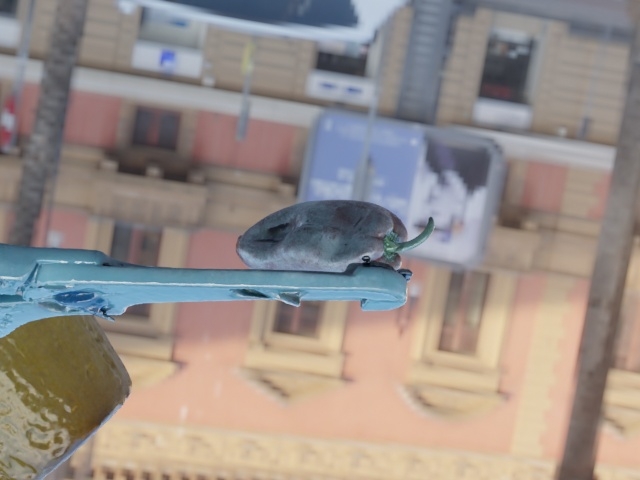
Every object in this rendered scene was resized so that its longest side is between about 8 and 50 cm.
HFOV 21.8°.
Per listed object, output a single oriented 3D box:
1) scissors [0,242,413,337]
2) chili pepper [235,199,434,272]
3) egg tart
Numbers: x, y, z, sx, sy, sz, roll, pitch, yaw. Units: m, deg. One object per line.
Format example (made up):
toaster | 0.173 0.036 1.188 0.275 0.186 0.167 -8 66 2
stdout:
scissors | -0.144 0.027 0.929 0.393 0.032 0.180 1 161 11
chili pepper | 0.000 -0.001 1.006 0.153 0.041 0.050 4 -149 38
egg tart | -0.280 0.122 1.495 0.171 0.215 0.215 50 -176 -7
